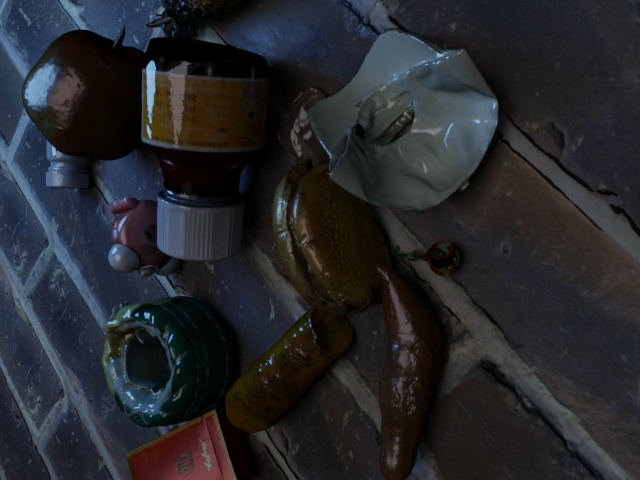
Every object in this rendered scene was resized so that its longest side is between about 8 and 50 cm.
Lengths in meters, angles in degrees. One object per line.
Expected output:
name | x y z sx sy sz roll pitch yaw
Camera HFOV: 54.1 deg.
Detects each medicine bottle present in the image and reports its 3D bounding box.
medicine bottle | -0.633 -0.215 1.572 0.105 0.105 0.168 4 94 37
medicine bottle | -0.223 -0.167 1.190 0.242 0.242 0.395 23 117 35

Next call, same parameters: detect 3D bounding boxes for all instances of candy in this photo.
candy | 0.147 0.024 1.026 0.185 0.049 0.055 5 87 46

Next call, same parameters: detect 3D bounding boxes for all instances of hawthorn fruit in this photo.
hawthorn fruit | -0.481 -0.329 1.366 0.301 0.268 0.267 -48 64 24

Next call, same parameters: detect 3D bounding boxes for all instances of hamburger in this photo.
hamburger | 0.000 0.000 1.045 0.144 0.157 0.283 -24 87 51

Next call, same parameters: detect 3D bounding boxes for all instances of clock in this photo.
clock | -0.372 -0.004 1.344 0.093 0.166 0.162 -10 78 37

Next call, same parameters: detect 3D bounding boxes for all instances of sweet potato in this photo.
sweet potato | 0.143 0.211 0.996 0.106 0.095 0.354 -2 92 -7

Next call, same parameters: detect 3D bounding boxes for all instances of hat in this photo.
hat | 0.115 -0.186 0.992 0.258 0.168 0.301 -42 40 7

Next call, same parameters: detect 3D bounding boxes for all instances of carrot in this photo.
carrot | -0.063 0.241 1.144 0.302 0.114 0.114 -48 64 26

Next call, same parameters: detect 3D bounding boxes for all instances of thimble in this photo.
thimble | -0.321 0.242 1.305 0.288 0.167 0.254 36 111 30

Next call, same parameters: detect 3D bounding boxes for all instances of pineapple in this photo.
pineapple | -0.249 -0.485 1.267 0.248 0.128 0.128 -26 75 40

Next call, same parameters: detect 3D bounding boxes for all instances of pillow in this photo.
pillow | 0.002 -0.174 1.130 0.211 0.034 0.135 50 122 27

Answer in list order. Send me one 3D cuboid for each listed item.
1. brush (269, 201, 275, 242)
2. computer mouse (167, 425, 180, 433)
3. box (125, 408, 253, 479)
brush | -0.012 -0.050 1.159 0.205 0.011 0.083 -11 83 37
computer mouse | -0.271 0.503 1.341 0.232 0.057 0.120 40 114 29
box | -0.269 0.458 1.274 0.240 0.074 0.153 -29 62 15
